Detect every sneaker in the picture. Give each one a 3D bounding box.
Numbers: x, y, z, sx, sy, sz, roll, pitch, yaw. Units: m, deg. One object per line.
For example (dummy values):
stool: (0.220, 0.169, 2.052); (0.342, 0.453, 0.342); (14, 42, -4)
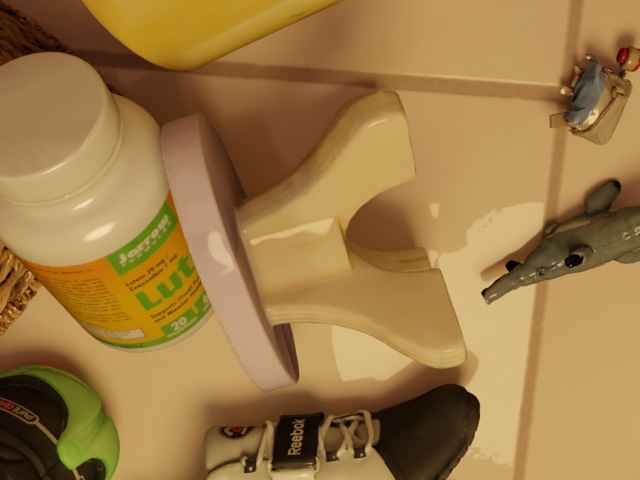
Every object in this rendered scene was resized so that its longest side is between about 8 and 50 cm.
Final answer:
sneaker: (-0.023, 0.201, 0.865); (0.331, 0.122, 0.146); (-36, 100, 10)
sneaker: (-0.400, 0.269, 0.862); (0.483, 0.202, 0.185); (-35, 97, 10)

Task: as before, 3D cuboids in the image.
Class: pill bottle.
pill bottle: (-0.163, -0.023, 0.751); (0.136, 0.245, 0.136); (-5, 61, 9)

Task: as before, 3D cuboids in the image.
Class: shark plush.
shark plush: (0.205, 0.003, 0.834); (0.161, 0.067, 0.073); (-15, 101, 7)

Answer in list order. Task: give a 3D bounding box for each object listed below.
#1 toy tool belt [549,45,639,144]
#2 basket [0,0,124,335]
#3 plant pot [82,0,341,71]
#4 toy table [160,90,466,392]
toy tool belt: (0.220, -0.122, 0.815); (0.051, 0.052, 0.083); (19, 102, -9)
basket: (-0.336, -0.065, 0.842); (0.299, 0.223, 0.213); (-51, 62, 12)
plant pot: (-0.053, -0.251, 0.720); (0.239, 0.254, 0.254); (-33, 99, 26)
toy table: (0.000, 0.000, 0.769); (0.161, 0.274, 0.252); (-16, 65, 2)
